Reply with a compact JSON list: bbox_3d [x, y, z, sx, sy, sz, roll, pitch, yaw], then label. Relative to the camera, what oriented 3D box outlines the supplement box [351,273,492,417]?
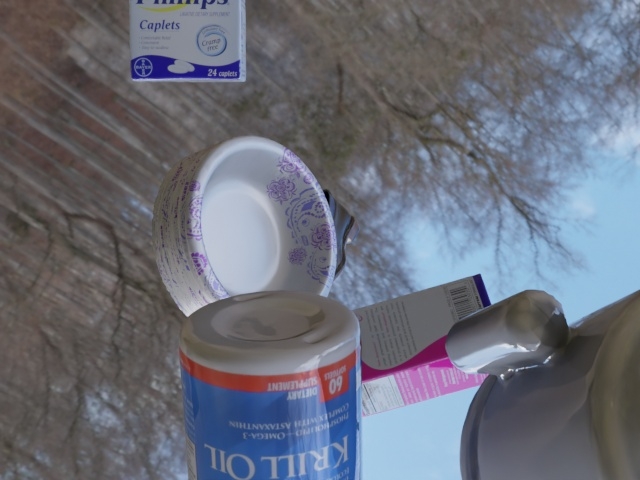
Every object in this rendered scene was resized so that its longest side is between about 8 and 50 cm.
[{"bbox_3d":[0.131,0.145,1.193,0.219,0.114,0.111,-15,-127,4],"label":"supplement box"}]

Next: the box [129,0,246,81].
[{"bbox_3d":[-0.149,-0.249,0.994,0.072,0.126,0.137,-82,172,-81],"label":"box"}]

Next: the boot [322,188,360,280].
[{"bbox_3d":[0.000,0.000,1.672,0.082,0.106,0.219,-18,-150,32],"label":"boot"}]

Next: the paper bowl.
[{"bbox_3d":[-0.121,0.001,1.275,0.148,0.284,0.284,-14,-128,41],"label":"paper bowl"}]

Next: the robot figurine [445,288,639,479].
[{"bbox_3d":[0.221,0.145,0.596,0.200,0.300,0.353,-47,178,-25],"label":"robot figurine"}]

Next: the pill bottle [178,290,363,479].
[{"bbox_3d":[-0.031,0.157,0.616,0.124,0.124,0.222,22,-60,54],"label":"pill bottle"}]
